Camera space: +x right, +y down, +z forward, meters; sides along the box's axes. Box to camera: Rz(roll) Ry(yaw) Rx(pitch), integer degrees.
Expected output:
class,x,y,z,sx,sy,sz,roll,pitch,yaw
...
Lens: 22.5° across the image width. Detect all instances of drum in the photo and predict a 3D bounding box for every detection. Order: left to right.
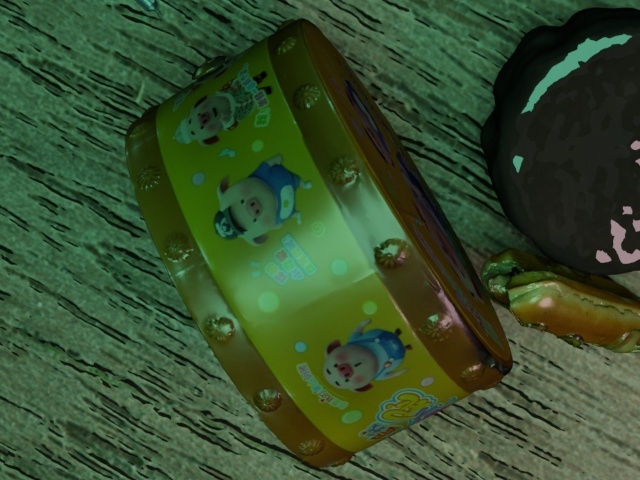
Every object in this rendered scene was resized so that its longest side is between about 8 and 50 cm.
class,x,y,z,sx,sy,sz,roll,pitch,yaw
drum,0.000,0.000,1.614,0.214,0.431,0.431,-31,96,10

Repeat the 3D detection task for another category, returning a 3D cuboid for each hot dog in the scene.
class,x,y,z,sx,sy,sz,roll,pitch,yaw
hot dog,0.273,0.072,1.717,0.269,0.109,0.072,19,105,-38

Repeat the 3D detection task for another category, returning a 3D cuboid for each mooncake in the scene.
class,x,y,z,sx,sy,sz,roll,pitch,yaw
mooncake,0.311,-0.108,1.708,0.283,0.141,0.283,0,108,0

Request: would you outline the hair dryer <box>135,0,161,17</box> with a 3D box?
class,x,y,z,sx,sy,sz,roll,pitch,yaw
hair dryer,-0.221,-0.282,1.773,0.114,0.037,0.063,42,102,-11
